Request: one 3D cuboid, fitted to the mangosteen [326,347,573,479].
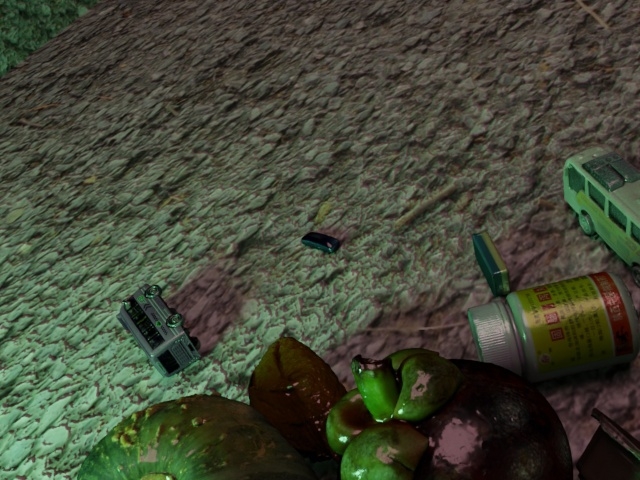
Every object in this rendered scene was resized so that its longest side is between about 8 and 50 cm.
[{"bbox_3d":[0.157,0.265,0.986,0.301,0.300,0.300,-11,39,9],"label":"mangosteen"}]

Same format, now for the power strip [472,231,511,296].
[{"bbox_3d":[0.297,0.038,1.395,0.032,0.056,0.123,-16,38,1],"label":"power strip"}]

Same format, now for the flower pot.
[{"bbox_3d":[0.405,0.320,0.944,0.084,0.179,0.251,-51,40,6],"label":"flower pot"}]

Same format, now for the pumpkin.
[{"bbox_3d":[-0.152,0.345,1.030,0.292,0.257,0.327,-38,52,-2],"label":"pumpkin"}]

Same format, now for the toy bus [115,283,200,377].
[{"bbox_3d":[-0.296,0.161,1.453,0.098,0.086,0.178,-36,43,-12],"label":"toy bus"}]

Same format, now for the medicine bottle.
[{"bbox_3d":[0.344,0.134,1.194,0.226,0.139,0.139,-14,38,5],"label":"medicine bottle"}]

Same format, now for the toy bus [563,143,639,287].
[{"bbox_3d":[0.522,-0.031,1.329,0.097,0.138,0.342,-23,40,-3],"label":"toy bus"}]

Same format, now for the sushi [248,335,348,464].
[{"bbox_3d":[-0.039,0.242,1.193,0.149,0.140,0.287,-38,18,-11],"label":"sushi"}]

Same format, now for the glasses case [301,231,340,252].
[{"bbox_3d":[0.000,0.000,1.584,0.083,0.023,0.033,19,52,36],"label":"glasses case"}]
